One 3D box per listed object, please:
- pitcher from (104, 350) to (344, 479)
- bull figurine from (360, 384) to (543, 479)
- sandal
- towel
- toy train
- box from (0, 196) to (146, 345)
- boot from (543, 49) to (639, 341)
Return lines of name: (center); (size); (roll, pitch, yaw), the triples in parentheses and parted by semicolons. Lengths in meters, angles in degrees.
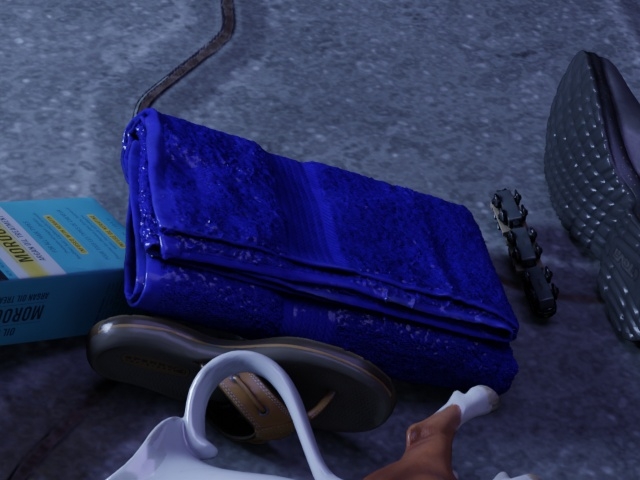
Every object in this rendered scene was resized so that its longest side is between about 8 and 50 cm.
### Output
pitcher: (-0.028, 0.173, 0.994); (0.207, 0.125, 0.177); (27, 76, 26)
bull figurine: (0.154, 0.216, 1.034); (0.310, 0.101, 0.188); (27, 42, 21)
sandal: (-0.059, 0.105, 1.143); (0.219, 0.090, 0.060); (13, 51, -3)
towel: (0.000, 0.000, 1.256); (0.308, 0.076, 0.227); (16, 34, -20)
toy train: (0.172, 0.010, 1.390); (0.027, 0.036, 0.158); (-11, 39, -2)
box: (-0.238, 0.023, 1.167); (0.244, 0.060, 0.100); (-5, 37, -47)
boot: (0.335, -0.027, 1.449); (0.223, 0.118, 0.338); (5, 47, -17)
